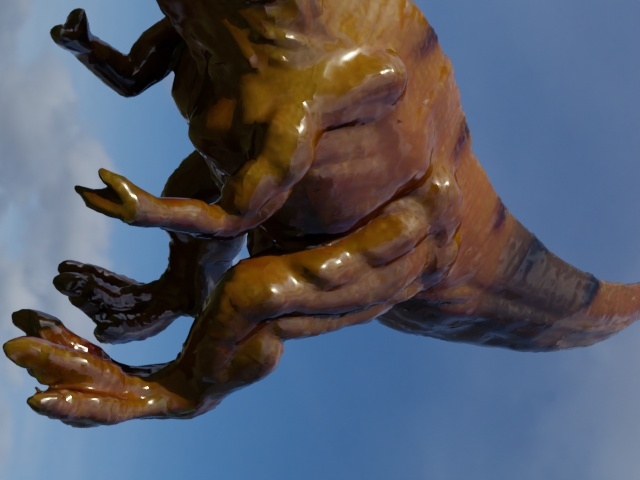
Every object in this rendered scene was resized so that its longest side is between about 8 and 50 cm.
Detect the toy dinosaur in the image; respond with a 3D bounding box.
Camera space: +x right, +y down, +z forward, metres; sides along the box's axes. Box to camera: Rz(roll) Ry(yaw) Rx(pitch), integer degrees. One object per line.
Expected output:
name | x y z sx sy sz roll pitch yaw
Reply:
toy dinosaur | 0.000 0.000 0.429 0.208 0.432 0.097 -31 -122 15
